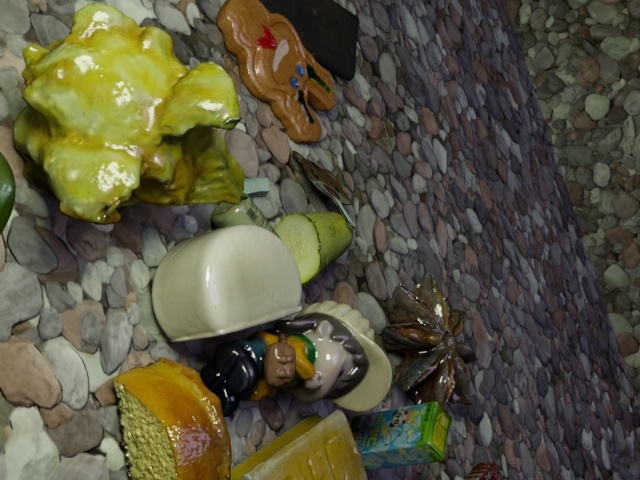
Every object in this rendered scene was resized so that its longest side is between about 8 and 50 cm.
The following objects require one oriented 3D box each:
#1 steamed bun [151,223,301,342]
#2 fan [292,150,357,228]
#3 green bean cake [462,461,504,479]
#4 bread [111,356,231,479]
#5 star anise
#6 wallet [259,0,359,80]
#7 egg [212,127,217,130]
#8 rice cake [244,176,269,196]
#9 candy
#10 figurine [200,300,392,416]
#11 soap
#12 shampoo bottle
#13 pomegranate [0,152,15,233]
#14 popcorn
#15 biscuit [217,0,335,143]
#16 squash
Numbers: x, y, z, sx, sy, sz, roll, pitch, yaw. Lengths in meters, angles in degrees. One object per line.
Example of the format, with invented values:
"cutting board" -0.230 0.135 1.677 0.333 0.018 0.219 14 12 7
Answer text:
"steamed bun" -0.149 0.063 1.319 0.242 0.146 0.164 -12 87 -54
"fan" 0.025 -0.095 1.664 0.152 0.008 0.226 29 23 -44
"green bean cake" 0.386 0.592 1.897 0.136 0.056 0.135 -18 89 -55
"bread" -0.196 0.289 1.162 0.129 0.134 0.260 -4 78 -54
"star anise" 0.238 0.236 1.809 0.332 0.118 0.331 22 57 -38
"wallet" -0.029 -0.490 1.831 0.321 0.044 0.170 21 68 -44
"egg" -0.220 -0.208 1.406 0.096 0.080 0.080 -23 94 -58
"rice cake" -0.147 -0.093 1.501 0.171 0.029 0.033 -13 79 -57
"candy" 0.144 0.369 1.541 0.062 0.194 0.097 49 41 -28
"figurine" -0.046 0.193 1.398 0.332 0.185 0.204 11 41 -35
"soap" -0.038 0.408 1.368 0.274 0.089 0.173 -22 93 -55
"shampoo bottle" -0.118 -0.003 1.453 0.162 0.079 0.079 54 38 -25
"pomegranate" -0.460 -0.037 0.935 0.187 0.187 0.225 40 73 -38
"popcorn" -0.247 -0.172 1.138 0.321 0.326 0.290 -14 87 -49
"biscuit" -0.082 -0.356 1.675 0.334 0.047 0.202 48 49 -30
"squash" 0.000 -0.015 1.599 0.287 0.137 0.137 -35 103 -61
